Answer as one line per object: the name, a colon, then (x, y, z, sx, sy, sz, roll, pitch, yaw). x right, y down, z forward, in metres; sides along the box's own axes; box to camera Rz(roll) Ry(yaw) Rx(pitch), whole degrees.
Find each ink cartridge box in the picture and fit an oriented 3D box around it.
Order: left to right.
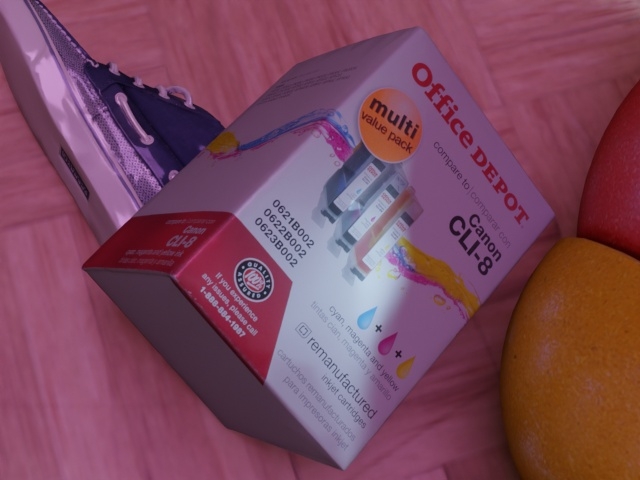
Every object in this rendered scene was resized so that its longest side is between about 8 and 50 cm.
ink cartridge box: (0.000, 0.000, 0.540, 0.176, 0.127, 0.128, -47, 111, -22)

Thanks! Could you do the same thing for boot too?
boot: (-0.113, -0.070, 0.612, 0.086, 0.069, 0.190, -27, 83, -25)

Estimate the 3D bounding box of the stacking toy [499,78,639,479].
stacking toy: (0.206, 0.058, 0.526, 0.480, 0.350, 0.350, -45, 80, -2)
